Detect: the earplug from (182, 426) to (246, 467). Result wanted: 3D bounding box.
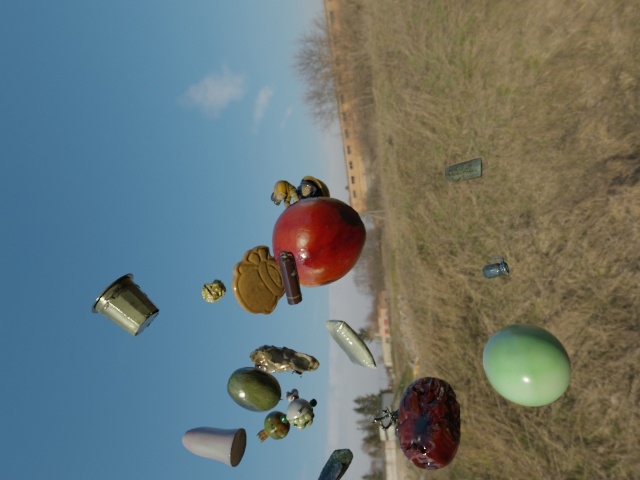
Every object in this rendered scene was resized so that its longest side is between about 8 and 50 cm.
[{"bbox_3d":[-0.533,0.982,1.998,0.172,0.302,0.172,2,-90,-74],"label":"earplug"}]

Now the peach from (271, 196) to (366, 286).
[{"bbox_3d":[0.000,0.000,1.651,0.388,0.389,0.387,-5,-90,-82],"label":"peach"}]

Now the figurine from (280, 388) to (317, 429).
[{"bbox_3d":[-0.083,0.626,1.525,0.093,0.147,0.197,66,169,-5],"label":"figurine"}]

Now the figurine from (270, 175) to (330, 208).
[{"bbox_3d":[-0.079,-0.207,1.819,0.192,0.257,0.167,-5,74,63],"label":"figurine"}]

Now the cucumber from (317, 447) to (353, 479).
[{"bbox_3d":[0.039,0.818,1.435,0.074,0.075,0.241,-79,10,-62],"label":"cucumber"}]

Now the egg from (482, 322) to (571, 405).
[{"bbox_3d":[0.570,0.343,1.139,0.270,0.221,0.220,-4,-91,-74],"label":"egg"}]

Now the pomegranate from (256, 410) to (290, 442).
[{"bbox_3d":[-0.267,1.069,2.339,0.159,0.205,0.159,53,168,17],"label":"pomegranate"}]

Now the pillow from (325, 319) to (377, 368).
[{"bbox_3d":[0.123,0.433,1.711,0.078,0.144,0.254,-42,-82,-34],"label":"pillow"}]

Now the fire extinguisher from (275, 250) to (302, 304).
[{"bbox_3d":[-0.081,0.093,1.084,0.064,0.043,0.158,-30,-62,-43],"label":"fire extinguisher"}]

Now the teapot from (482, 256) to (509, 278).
[{"bbox_3d":[0.621,0.100,1.451,0.049,0.083,0.063,45,-137,-27],"label":"teapot"}]

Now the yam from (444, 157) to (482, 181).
[{"bbox_3d":[0.714,-0.342,2.015,0.107,0.183,0.106,9,-102,-49],"label":"yam"}]

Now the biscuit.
[{"bbox_3d":[-0.289,0.188,2.039,0.312,0.057,0.351,50,-121,-28],"label":"biscuit"}]

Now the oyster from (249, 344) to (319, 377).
[{"bbox_3d":[-0.173,0.585,1.989,0.197,0.338,0.133,84,-163,-60],"label":"oyster"}]

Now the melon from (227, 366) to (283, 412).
[{"bbox_3d":[-0.182,0.424,1.161,0.114,0.168,0.114,-58,13,22],"label":"melon"}]

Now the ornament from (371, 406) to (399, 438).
[{"bbox_3d":[0.347,0.883,1.968,0.080,0.236,0.202,37,113,51],"label":"ornament"}]

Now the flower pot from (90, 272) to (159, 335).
[{"bbox_3d":[-0.787,0.273,1.701,0.212,0.203,0.212,-53,1,1],"label":"flower pot"}]

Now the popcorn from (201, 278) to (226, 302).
[{"bbox_3d":[-0.633,0.301,2.429,0.126,0.145,0.125,13,-126,-84],"label":"popcorn"}]

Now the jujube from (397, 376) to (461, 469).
[{"bbox_3d":[0.484,0.808,1.836,0.376,0.277,0.276,-67,-26,-47],"label":"jujube"}]
